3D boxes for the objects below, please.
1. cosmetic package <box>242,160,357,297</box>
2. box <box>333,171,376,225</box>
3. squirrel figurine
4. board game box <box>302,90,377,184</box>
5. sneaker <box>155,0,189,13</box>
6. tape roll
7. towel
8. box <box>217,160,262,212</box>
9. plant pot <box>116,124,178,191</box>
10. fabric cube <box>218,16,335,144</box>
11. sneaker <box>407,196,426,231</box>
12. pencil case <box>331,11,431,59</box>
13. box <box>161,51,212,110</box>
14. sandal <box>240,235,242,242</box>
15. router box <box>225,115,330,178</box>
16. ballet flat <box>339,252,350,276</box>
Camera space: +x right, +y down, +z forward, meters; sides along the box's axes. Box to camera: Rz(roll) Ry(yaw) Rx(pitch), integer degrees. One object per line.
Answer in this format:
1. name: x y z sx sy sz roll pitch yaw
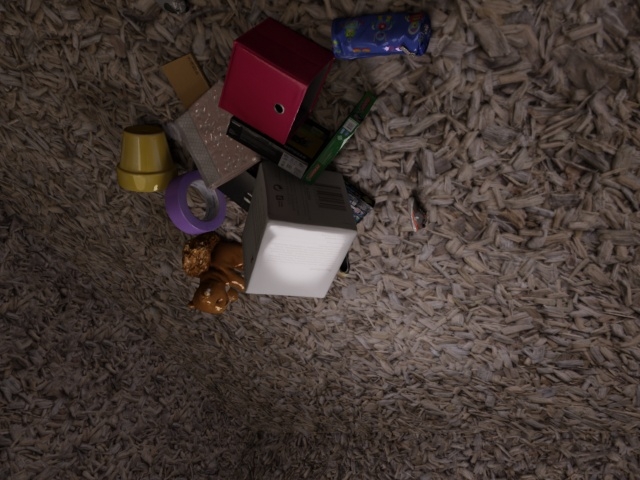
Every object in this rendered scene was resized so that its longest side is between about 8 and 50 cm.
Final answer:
1. cosmetic package: -0.099 -0.030 1.723 0.328 0.329 0.393 6 135 -19
2. box: 0.090 -0.157 1.869 0.220 0.051 0.175 34 135 -7
3. squirrel figurine: -0.543 0.163 2.234 0.281 0.370 0.397 -27 114 40
4. board game box: 0.064 -0.355 1.587 0.046 0.213 0.317 36 135 -8
5. sneaker: -0.472 -0.838 1.511 0.229 0.086 0.132 -11 129 45
6. tape roll: -0.547 -0.168 2.006 0.090 0.274 0.274 -12 123 34
7. towel: -0.404 -0.399 1.761 0.317 0.053 0.331 -24 92 34
8. box: -0.276 -0.224 1.903 0.270 0.143 0.165 38 123 -10
9. plant pot: -0.756 -0.365 1.970 0.254 0.254 0.238 13 118 15
10. fabric cube: -0.144 -0.527 1.499 0.258 0.259 0.254 30 137 -2
11. sneaker: 0.382 -0.109 1.782 0.065 0.061 0.157 -15 127 3
12. pencil case: 0.179 -0.608 1.364 0.306 0.133 0.119 7 165 21
13. box: -0.508 -0.610 1.767 0.165 0.021 0.201 -7 126 31
14. sandal: -0.314 0.025 2.237 0.180 0.049 0.072 32 132 17
15. router box: -0.144 -0.388 1.637 0.309 0.243 0.081 30 136 -3
16. ballet flat: 0.104 0.105 2.101 0.058 0.049 0.173 10 133 18
